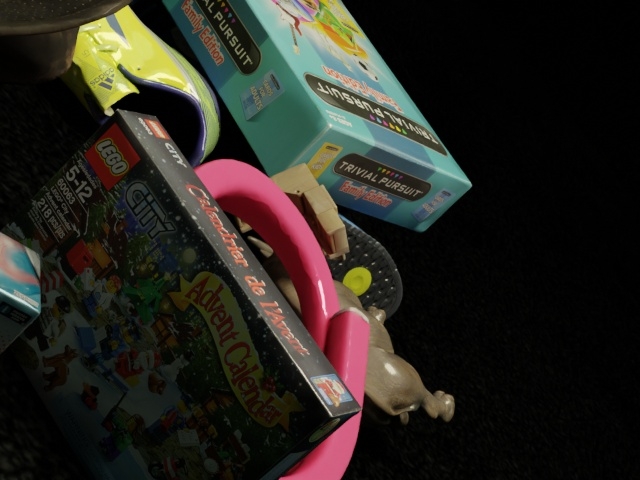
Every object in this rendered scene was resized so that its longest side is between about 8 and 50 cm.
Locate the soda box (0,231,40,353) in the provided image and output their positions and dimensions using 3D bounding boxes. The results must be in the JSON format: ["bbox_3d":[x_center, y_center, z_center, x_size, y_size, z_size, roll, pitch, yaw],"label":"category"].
[{"bbox_3d":[-0.251,0.002,0.765,0.183,0.063,0.058,34,25,-32],"label":"soda box"}]

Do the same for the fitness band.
[{"bbox_3d":[-0.053,0.069,0.969,0.209,0.054,0.291,42,37,-29],"label":"fitness band"}]

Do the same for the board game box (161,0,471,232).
[{"bbox_3d":[-0.021,-0.176,1.307,0.253,0.079,0.336,16,36,-54],"label":"board game box"}]

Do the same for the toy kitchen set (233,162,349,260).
[{"bbox_3d":[-0.023,-0.004,1.124,0.068,0.075,0.083,78,-15,-48],"label":"toy kitchen set"}]

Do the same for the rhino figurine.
[{"bbox_3d":[0.007,0.071,1.144,0.243,0.073,0.106,49,14,31],"label":"rhino figurine"}]

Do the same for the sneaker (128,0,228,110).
[{"bbox_3d":[-0.158,-0.208,1.355,0.190,0.071,0.083,43,12,-37],"label":"sneaker"}]

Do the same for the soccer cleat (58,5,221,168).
[{"bbox_3d":[-0.198,-0.165,1.143,0.289,0.093,0.121,39,24,-23],"label":"soccer cleat"}]

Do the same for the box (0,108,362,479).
[{"bbox_3d":[-0.104,0.059,0.818,0.233,0.159,0.044,54,21,18],"label":"box"}]

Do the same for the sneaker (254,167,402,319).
[{"bbox_3d":[0.000,0.000,1.273,0.209,0.069,0.082,42,-1,-32],"label":"sneaker"}]

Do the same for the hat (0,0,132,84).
[{"bbox_3d":[-0.249,-0.192,0.970,0.134,0.331,0.331,87,-14,-44],"label":"hat"}]
